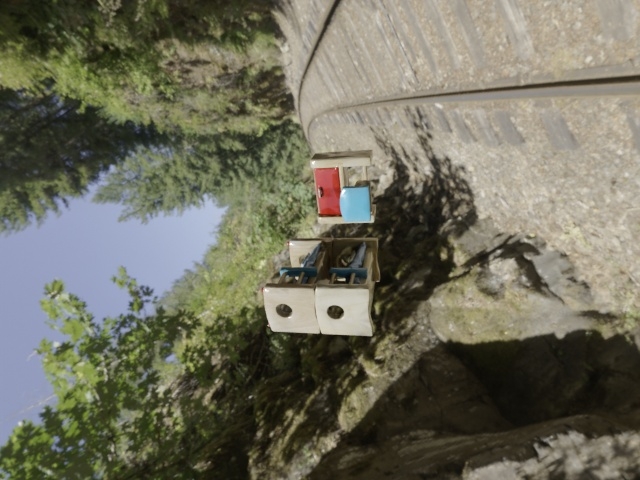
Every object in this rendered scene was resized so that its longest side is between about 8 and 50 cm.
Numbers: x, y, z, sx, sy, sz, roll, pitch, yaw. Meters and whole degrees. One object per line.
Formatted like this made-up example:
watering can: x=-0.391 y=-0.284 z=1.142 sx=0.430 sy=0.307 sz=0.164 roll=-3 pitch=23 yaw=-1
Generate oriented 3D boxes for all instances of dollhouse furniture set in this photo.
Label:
dollhouse furniture set: x=0.000 y=0.000 z=0.502 sx=0.129 sy=0.128 sz=0.184 roll=-67 pitch=-27 yaw=-60
